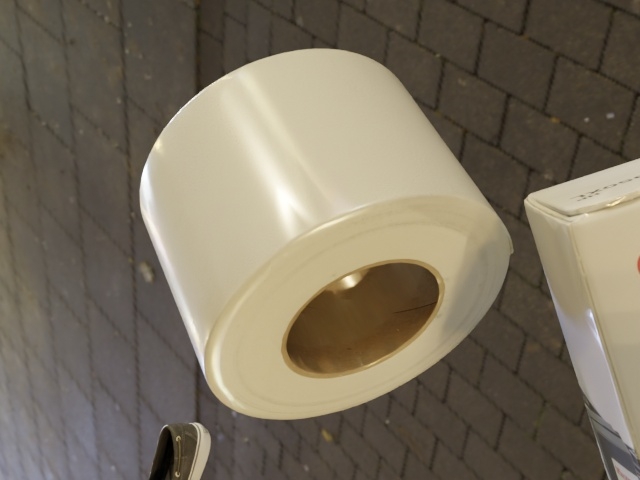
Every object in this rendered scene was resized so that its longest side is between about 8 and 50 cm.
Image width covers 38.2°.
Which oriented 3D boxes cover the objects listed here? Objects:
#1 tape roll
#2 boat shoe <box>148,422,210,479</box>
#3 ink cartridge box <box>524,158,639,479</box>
[{"bbox_3d":[0.000,0.000,0.716,0.246,0.246,0.169,106,147,-44],"label":"tape roll"},{"bbox_3d":[-0.221,0.361,1.283,0.080,0.076,0.229,19,89,51],"label":"boat shoe"},{"bbox_3d":[0.339,0.113,0.628,0.166,0.285,0.395,-80,-29,-82],"label":"ink cartridge box"}]
